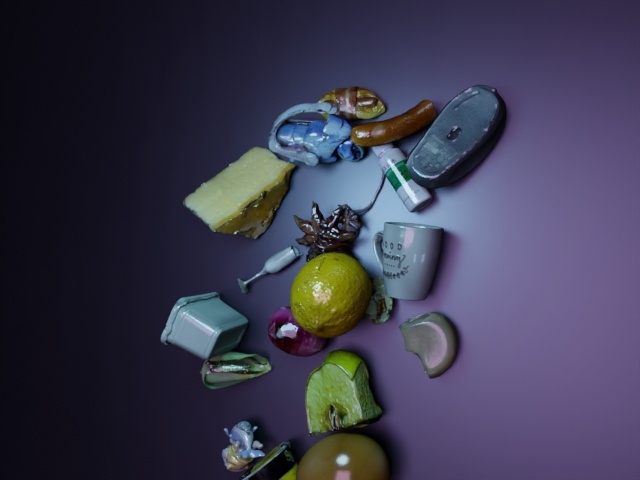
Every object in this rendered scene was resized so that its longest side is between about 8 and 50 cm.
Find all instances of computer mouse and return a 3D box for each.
[{"bbox_3d":[0.427,-0.320,1.760,0.374,0.114,0.203,-47,67,5],"label":"computer mouse"}]

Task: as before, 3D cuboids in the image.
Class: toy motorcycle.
[{"bbox_3d":[-0.022,-0.347,1.893,0.319,0.241,0.182,2,80,22],"label":"toy motorcycle"}]

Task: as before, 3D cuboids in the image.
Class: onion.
[{"bbox_3d":[-0.083,0.312,1.904,0.200,0.200,0.207,-45,76,14],"label":"onion"}]

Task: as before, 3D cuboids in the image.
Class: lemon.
[{"bbox_3d":[0.037,0.170,1.792,0.258,0.310,0.258,20,138,19],"label":"lemon"}]

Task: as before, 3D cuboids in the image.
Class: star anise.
[{"bbox_3d":[0.000,0.000,1.892,0.272,0.102,0.272,12,115,26],"label":"star anise"},{"bbox_3d":[0.145,-0.138,1.923,0.227,0.218,0.148,-30,33,-21],"label":"star anise"}]

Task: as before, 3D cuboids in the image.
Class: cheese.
[{"bbox_3d":[0.349,0.331,1.758,0.175,0.091,0.202,-19,79,23],"label":"cheese"}]

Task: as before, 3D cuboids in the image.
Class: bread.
[{"bbox_3d":[-0.294,-0.180,1.988,0.248,0.279,0.315,36,112,29],"label":"bread"}]

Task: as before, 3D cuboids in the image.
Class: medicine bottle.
[{"bbox_3d":[0.266,-0.219,1.834,0.095,0.095,0.260,-35,72,17],"label":"medicine bottle"}]

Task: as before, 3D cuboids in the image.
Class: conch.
[{"bbox_3d":[-0.322,0.458,2.008,0.250,0.137,0.143,-14,110,27],"label":"conch"}]

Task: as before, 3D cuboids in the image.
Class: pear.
[{"bbox_3d":[0.056,0.500,1.841,0.238,0.164,0.255,-27,71,30],"label":"pear"}]

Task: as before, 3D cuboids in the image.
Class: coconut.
[{"bbox_3d":[0.187,0.203,1.851,0.133,0.055,0.158,-7,71,48],"label":"coconut"}]

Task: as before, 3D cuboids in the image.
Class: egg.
[{"bbox_3d":[0.067,0.742,1.763,0.322,0.250,0.250,-22,78,26],"label":"egg"}]

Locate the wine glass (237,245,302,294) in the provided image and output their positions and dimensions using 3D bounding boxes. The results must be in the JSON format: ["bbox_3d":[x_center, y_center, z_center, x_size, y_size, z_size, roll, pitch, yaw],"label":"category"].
[{"bbox_3d":[-0.185,0.100,2.023,0.262,0.074,0.074,-33,74,17],"label":"wine glass"}]

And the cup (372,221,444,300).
[{"bbox_3d":[0.261,0.058,1.790,0.258,0.186,0.234,16,102,52],"label":"cup"}]

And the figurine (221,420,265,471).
[{"bbox_3d":[-0.279,0.736,1.970,0.208,0.128,0.184,4,87,64],"label":"figurine"}]

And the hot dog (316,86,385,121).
[{"bbox_3d":[0.091,-0.473,1.928,0.261,0.093,0.123,-3,85,23],"label":"hot dog"}]

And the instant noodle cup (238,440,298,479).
[{"bbox_3d":[-0.131,0.840,1.884,0.215,0.215,0.236,-40,81,16],"label":"instant noodle cup"}]

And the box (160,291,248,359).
[{"bbox_3d":[-0.395,0.310,1.975,0.182,0.312,0.175,27,97,15],"label":"box"}]

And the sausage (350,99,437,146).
[{"bbox_3d":[0.245,-0.373,1.805,0.302,0.076,0.103,-22,49,-4],"label":"sausage"}]
